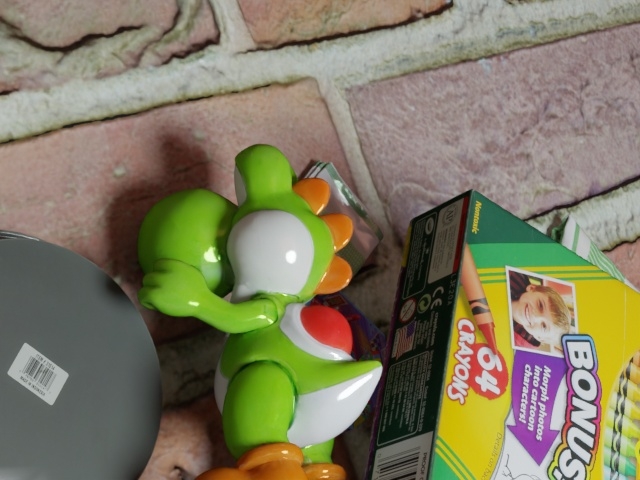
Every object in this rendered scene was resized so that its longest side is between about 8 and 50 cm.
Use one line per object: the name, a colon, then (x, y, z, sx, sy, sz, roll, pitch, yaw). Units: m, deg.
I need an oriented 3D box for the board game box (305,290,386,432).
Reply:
board game box: (0.016, 0.112, 1.524, 0.169, 0.033, 0.133, 45, 55, -26)

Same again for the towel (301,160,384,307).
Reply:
towel: (0.000, 0.000, 1.571, 0.113, 0.023, 0.152, 49, 50, -14)

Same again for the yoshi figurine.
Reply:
yoshi figurine: (-0.080, 0.090, 1.374, 0.203, 0.203, 0.362, 6, 63, -23)

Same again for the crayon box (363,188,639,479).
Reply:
crayon box: (0.204, 0.183, 1.423, 0.313, 0.106, 0.363, 28, 56, -27)

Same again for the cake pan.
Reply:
cake pan: (-0.255, 0.125, 1.292, 0.293, 0.054, 0.293, 15, 65, -35)

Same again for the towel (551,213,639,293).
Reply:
towel: (0.375, 0.146, 1.796, 0.325, 0.038, 0.248, 41, 41, -20)
